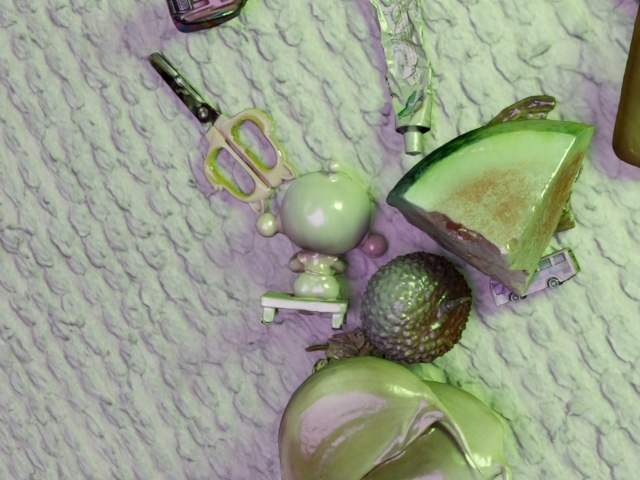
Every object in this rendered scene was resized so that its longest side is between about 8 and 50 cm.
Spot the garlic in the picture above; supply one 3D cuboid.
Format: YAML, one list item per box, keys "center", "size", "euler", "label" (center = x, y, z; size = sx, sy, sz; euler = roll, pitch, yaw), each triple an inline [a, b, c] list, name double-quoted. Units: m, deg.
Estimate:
- center: [0.104, 0.278, 1.625]
  size: [0.339, 0.246, 0.231]
  euler: [-8, 131, 32]
  label: "garlic"

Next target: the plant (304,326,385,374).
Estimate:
- center: [0.032, 0.183, 1.774]
  size: [0.116, 0.104, 0.122]
  euler: [-42, 43, -9]
  label: "plant"

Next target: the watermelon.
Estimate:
- center: [0.234, -0.055, 1.565]
  size: [0.310, 0.193, 0.232]
  euler: [-11, 71, 16]
  label: "watermelon"

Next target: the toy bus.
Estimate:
- center: [0.303, 0.052, 1.625]
  size: [0.130, 0.037, 0.052]
  euler: [-24, 88, 27]
  label: "toy bus"

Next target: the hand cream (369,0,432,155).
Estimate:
- center: [0.121, -0.250, 1.643]
  size: [0.084, 0.050, 0.257]
  euler: [-10, 90, 25]
  label: "hand cream"

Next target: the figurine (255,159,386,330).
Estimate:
- center: [-0.007, 0.001, 1.705]
  size: [0.181, 0.144, 0.257]
  euler: [11, 102, 26]
  label: "figurine"

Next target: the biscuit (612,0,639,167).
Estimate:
- center: [0.489, -0.181, 1.410]
  size: [0.236, 0.062, 0.291]
  euler: [21, 140, 19]
  label: "biscuit"

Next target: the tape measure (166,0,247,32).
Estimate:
- center: [-0.169, -0.363, 1.718]
  size: [0.125, 0.118, 0.074]
  euler: [-16, 92, 10]
  label: "tape measure"

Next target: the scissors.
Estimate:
- center: [-0.169, -0.182, 1.806]
  size: [0.317, 0.024, 0.160]
  euler: [47, 116, 10]
  label: "scissors"

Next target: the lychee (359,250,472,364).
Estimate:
- center: [0.142, 0.097, 1.638]
  size: [0.197, 0.165, 0.165]
  euler: [7, 106, 57]
  label: "lychee"

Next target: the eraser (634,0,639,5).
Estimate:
- center: [0.438, -0.406, 1.438]
  size: [0.397, 0.082, 0.213]
  euler: [46, 116, 10]
  label: "eraser"

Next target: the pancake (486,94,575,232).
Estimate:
- center: [0.302, -0.099, 1.603]
  size: [0.190, 0.020, 0.184]
  euler: [46, 115, 11]
  label: "pancake"
